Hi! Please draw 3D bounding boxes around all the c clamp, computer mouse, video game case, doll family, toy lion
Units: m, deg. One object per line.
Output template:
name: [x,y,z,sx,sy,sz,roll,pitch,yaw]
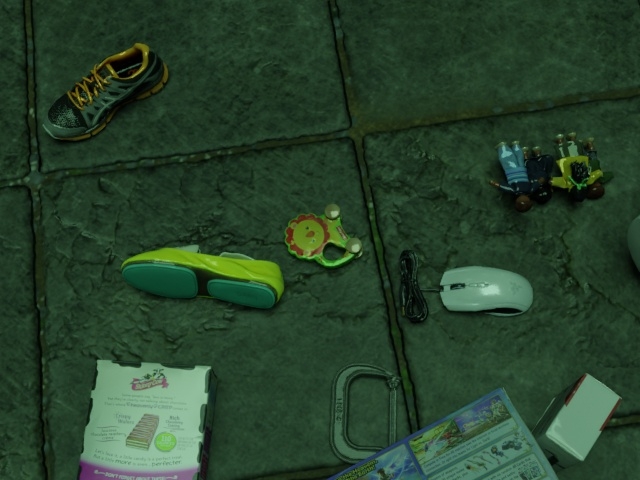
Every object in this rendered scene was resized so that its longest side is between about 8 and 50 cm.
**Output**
c clamp: [0.079,0.243,1.250,0.137,0.022,0.160,-5,69,5]
computer mouse: [0.208,0.066,1.307,0.193,0.042,0.106,1,66,2]
video game case: [0.163,0.343,1.113,0.270,0.061,0.244,-28,48,1]
doll family: [0.341,-0.095,1.359,0.193,0.076,0.111,-9,72,3]
toy lion: [0.000,0.000,1.348,0.096,0.034,0.100,-31,70,-4]

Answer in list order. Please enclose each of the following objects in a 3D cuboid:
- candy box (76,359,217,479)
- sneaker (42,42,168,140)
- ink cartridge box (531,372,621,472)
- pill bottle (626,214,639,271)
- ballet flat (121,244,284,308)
candy box: [-0.229,0.281,1.211,0.159,0.071,0.233,4,68,3]
sneaker: [-0.339,-0.236,1.424,0.215,0.083,0.084,-38,73,-12]
ink cartridge box: [0.320,0.238,1.183,0.056,0.135,0.099,35,73,11]
pill bottle: [0.629,-0.076,1.256,0.408,0.229,0.229,-36,71,-12]
ballet flat: [-0.164,0.044,1.316,0.231,0.077,0.077,9,47,2]
